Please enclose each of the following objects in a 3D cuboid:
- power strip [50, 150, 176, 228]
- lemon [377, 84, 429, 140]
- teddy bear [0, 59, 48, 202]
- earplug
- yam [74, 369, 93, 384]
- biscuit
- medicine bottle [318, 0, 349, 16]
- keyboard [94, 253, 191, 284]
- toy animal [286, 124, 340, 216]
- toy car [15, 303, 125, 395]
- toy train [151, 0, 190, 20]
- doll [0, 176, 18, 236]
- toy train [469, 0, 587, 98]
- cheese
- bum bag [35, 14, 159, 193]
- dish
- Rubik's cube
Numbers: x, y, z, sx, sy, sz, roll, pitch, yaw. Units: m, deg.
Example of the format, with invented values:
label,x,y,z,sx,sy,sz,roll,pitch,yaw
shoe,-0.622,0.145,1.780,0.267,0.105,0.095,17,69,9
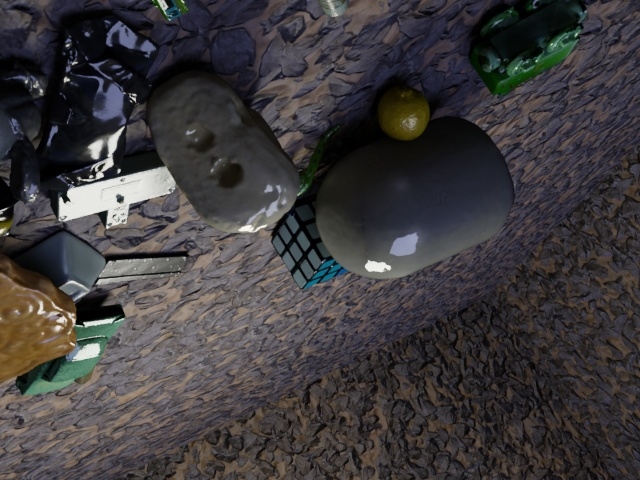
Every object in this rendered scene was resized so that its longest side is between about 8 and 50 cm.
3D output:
label,x,y,z,sx,sy,sz,roll,pitch,yaw
power strip,-0.350,-0.075,1.217,0.216,0.061,0.145,-18,155,-31
lemon,0.171,-0.264,1.461,0.109,0.109,0.133,-25,144,-19
teddy bear,-0.443,-0.108,0.879,0.251,0.171,0.144,-22,178,-40
earplug,0.187,-0.080,1.574,0.394,0.312,0.312,-23,158,-33
yam,-0.592,0.315,1.772,0.054,0.054,0.132,-18,156,-34
biscuit,-0.614,0.158,1.213,0.365,0.062,0.385,-18,148,2
medicine bottle,0.014,-0.379,1.064,0.047,0.047,0.083,-33,160,3
keyboard,-0.381,0.057,1.530,0.231,0.023,0.072,-3,138,-53
toy animal,-0.038,-0.160,1.486,0.216,0.075,0.041,-62,160,-1
toy car,-0.571,0.256,1.600,0.141,0.097,0.320,-4,145,-50
toy train,-0.212,-0.342,0.833,0.042,0.044,0.209,-30,159,-2
doll,-0.540,-0.034,1.008,0.249,0.088,0.127,-17,155,-26
toy train,0.430,-0.412,1.477,0.243,0.132,0.188,-30,168,-7
cheese,-0.154,-0.133,1.126,0.174,0.248,0.251,-34,153,3
bum bag,-0.321,-0.180,1.000,0.137,0.074,0.310,-3,142,-36
dish,-0.530,0.097,1.328,0.243,0.080,0.182,-30,160,-2
Rubik's cube,0.000,0.000,1.733,0.162,0.163,0.160,-22,162,-33
